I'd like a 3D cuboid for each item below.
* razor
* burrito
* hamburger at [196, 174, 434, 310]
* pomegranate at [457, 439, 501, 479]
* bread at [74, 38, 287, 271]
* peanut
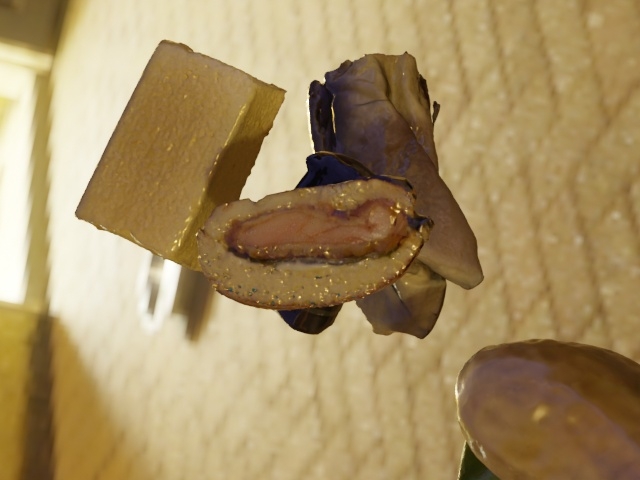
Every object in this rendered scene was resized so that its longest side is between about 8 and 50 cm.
[{"bbox_3d":[0.000,0.000,1.654,0.090,0.054,0.148,36,109,22],"label":"razor"},{"bbox_3d":[0.071,-0.051,2.285,0.190,0.135,0.332,-37,51,35],"label":"burrito"},{"bbox_3d":[0.010,0.007,1.402,0.102,0.176,0.087,14,-116,-68],"label":"hamburger"},{"bbox_3d":[0.186,0.272,1.592,0.341,0.260,0.260,88,-169,-81],"label":"pomegranate"},{"bbox_3d":[-0.124,-0.077,1.759,0.125,0.068,0.188,25,89,26],"label":"bread"},{"bbox_3d":[0.173,0.138,1.101,0.120,0.236,0.110,-52,-17,-5],"label":"peanut"}]
